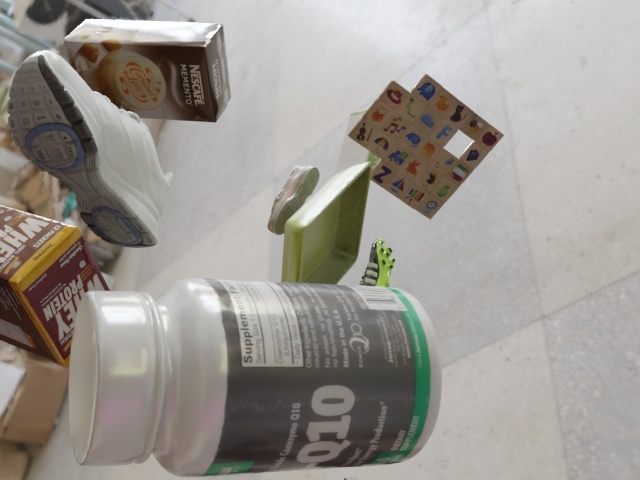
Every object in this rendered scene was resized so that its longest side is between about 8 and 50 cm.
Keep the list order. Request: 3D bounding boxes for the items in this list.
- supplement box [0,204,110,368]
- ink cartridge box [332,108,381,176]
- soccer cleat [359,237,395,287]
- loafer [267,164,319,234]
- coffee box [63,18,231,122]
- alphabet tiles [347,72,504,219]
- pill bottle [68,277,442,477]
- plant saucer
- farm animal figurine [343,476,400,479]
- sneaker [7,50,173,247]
[{"bbox_3d":[-0.452,0.069,1.299,0.194,0.191,0.129,14,48,30],"label":"supplement box"},{"bbox_3d":[0.078,-0.145,1.655,0.171,0.056,0.235,-167,92,-71],"label":"ink cartridge box"},{"bbox_3d":[0.099,0.069,1.539,0.072,0.060,0.178,-25,41,27],"label":"soccer cleat"},{"bbox_3d":[-0.046,-0.061,1.228,0.039,0.045,0.125,15,61,33],"label":"loafer"},{"bbox_3d":[-0.287,-0.287,1.400,0.098,0.247,0.141,-70,-19,-52],"label":"coffee box"},{"bbox_3d":[0.169,-0.163,1.409,0.198,0.237,0.009,-50,30,16],"label":"alphabet tiles"},{"bbox_3d":[-0.071,0.144,0.887,0.204,0.361,0.204,-176,90,-65],"label":"pill bottle"},{"bbox_3d":[0.000,0.000,1.147,0.188,0.045,0.188,-47,-27,-43],"label":"plant saucer"},{"bbox_3d":[0.073,0.390,0.923,0.327,0.331,0.172,-150,74,-80],"label":"farm animal figurine"},{"bbox_3d":[-0.272,-0.118,1.010,0.111,0.297,0.129,4,54,20],"label":"sneaker"}]
